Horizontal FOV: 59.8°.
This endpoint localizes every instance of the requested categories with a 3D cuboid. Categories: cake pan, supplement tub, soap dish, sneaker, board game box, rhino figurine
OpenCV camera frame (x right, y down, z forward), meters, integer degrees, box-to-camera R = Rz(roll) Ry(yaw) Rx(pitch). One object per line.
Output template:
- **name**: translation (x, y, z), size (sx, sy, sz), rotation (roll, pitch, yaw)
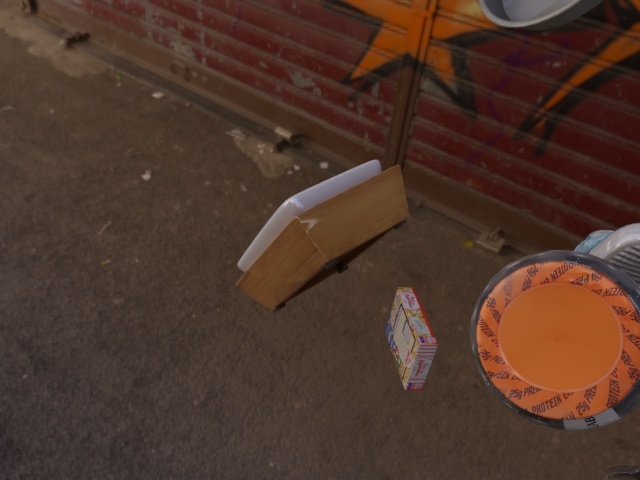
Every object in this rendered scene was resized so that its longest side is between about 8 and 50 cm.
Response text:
- **cake pan**: translation (0.395, -0.475, 0.911), size (0.054, 0.293, 0.293), rotation (21, 29, -36)
- **supplement tub**: translation (0.315, 0.124, 0.718), size (0.207, 0.207, 0.338), rotation (32, 7, 27)
- **soap dish**: translation (0.000, 0.000, 0.950), size (0.229, 0.291, 0.118), rotation (-28, 81, -34)
- **sneaker**: translation (0.499, 0.033, 0.982), size (0.135, 0.366, 0.150), rotation (-3, 64, 8)
- **board game box**: translation (0.206, 0.226, 1.296), size (0.045, 0.147, 0.193), rotation (3, 35, -11)
- **rhino figurine**: translation (0.596, 0.491, 1.028), size (0.106, 0.073, 0.243), rotation (-20, 1, 16)
